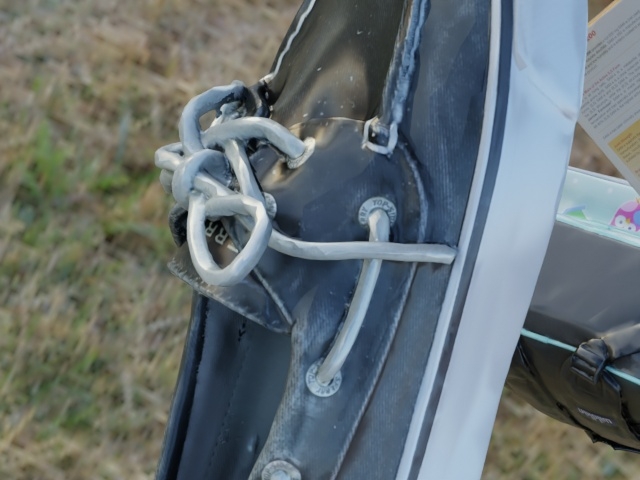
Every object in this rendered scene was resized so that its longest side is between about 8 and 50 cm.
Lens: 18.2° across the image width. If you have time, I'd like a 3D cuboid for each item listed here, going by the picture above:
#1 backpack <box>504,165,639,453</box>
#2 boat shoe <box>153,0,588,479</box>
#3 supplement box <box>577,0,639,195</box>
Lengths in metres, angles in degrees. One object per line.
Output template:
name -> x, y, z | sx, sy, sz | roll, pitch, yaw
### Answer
backpack -> 0.177, 0.046, 1.141 | 0.166, 0.188, 0.144 | 15, 69, 31
boat shoe -> -0.002, -0.001, 0.628 | 0.105, 0.306, 0.113 | 6, 16, -26
supplement box -> 0.143, -0.054, 0.801 | 0.098, 0.062, 0.036 | 51, 41, 0
